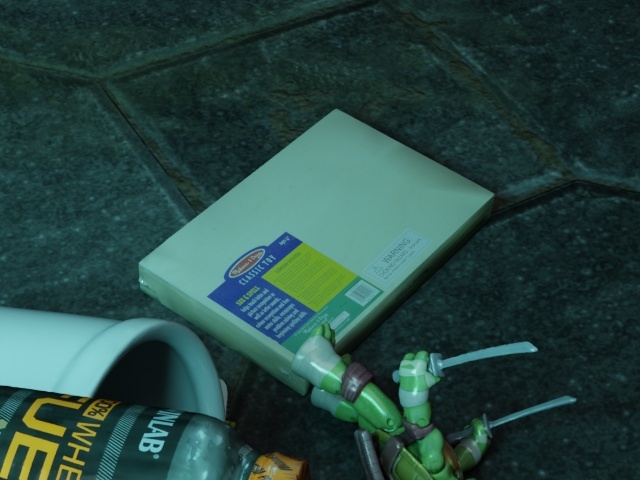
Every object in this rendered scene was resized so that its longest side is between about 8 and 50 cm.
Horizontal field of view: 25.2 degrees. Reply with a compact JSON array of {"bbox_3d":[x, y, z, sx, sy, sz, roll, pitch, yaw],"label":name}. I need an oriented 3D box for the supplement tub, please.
[{"bbox_3d":[-0.186,0.215,1.042,0.338,0.207,0.207,7,45,6],"label":"supplement tub"}]

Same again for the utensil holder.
[{"bbox_3d":[-0.332,0.215,1.366,0.386,0.327,0.327,6,43,21],"label":"utensil holder"}]

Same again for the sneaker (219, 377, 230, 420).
[{"bbox_3d":[-0.144,0.217,1.613,0.075,0.057,0.161,7,47,-6],"label":"sneaker"}]

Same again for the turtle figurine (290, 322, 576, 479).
[{"bbox_3d":[0.120,0.173,1.589,0.266,0.274,0.198,31,16,29],"label":"turtle figurine"}]

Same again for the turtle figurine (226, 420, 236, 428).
[{"bbox_3d":[-0.126,0.301,1.500,0.270,0.087,0.217,-7,68,11],"label":"turtle figurine"}]

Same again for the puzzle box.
[{"bbox_3d":[0.000,0.000,1.848,0.272,0.052,0.409,32,51,24],"label":"puzzle box"}]
